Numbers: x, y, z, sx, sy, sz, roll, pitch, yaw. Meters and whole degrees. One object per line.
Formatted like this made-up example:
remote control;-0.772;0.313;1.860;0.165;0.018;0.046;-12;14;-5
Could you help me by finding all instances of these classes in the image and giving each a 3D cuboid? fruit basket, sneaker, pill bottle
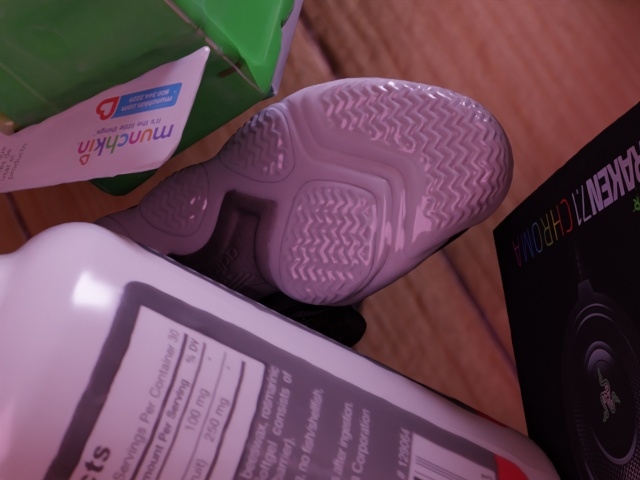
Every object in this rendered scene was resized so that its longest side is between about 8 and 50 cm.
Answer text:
fruit basket;-0.161;-0.141;0.620;0.353;0.165;0.327;-14;52;39
sneaker;0.000;0.000;0.597;0.269;0.153;0.101;-23;73;32
pill bottle;-0.071;0.100;0.472;0.319;0.176;0.176;28;97;-16

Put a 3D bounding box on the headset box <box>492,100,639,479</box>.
headset box;0.178;0.099;0.434;0.131;0.246;0.282;-6;79;-8
